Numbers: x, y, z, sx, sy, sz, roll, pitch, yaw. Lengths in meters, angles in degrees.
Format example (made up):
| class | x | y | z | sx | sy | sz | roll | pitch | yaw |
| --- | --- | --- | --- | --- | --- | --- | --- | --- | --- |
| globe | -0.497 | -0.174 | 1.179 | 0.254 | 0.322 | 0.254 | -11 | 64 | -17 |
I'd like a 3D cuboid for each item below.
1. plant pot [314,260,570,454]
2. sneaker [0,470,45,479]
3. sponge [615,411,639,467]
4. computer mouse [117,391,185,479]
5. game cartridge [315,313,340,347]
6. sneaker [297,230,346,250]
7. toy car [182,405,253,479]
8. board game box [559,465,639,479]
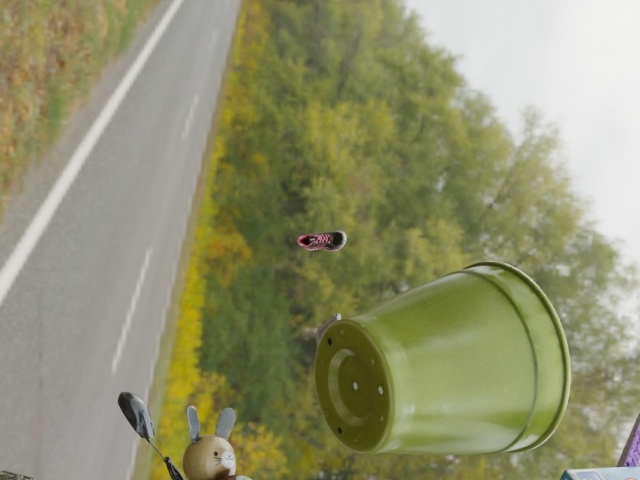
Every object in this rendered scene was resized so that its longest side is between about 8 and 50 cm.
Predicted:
| class | x | y | z | sx | sy | sz | roll | pitch | yaw |
| --- | --- | --- | --- | --- | --- | --- | --- | --- | --- |
| plant pot | 0.193 | 0.238 | 1.790 | 0.366 | 0.353 | 0.366 | 15 | -72 | 54 |
| sneaker | -0.581 | 0.550 | 1.913 | 0.410 | 0.158 | 0.182 | 125 | -19 | -75 |
| sponge | 0.653 | 0.424 | 2.051 | 0.210 | 0.031 | 0.117 | -50 | 159 | -40 |
| computer mouse | -0.328 | 0.402 | 1.989 | 0.242 | 0.041 | 0.071 | 55 | -4 | -2 |
| game cartridge | 0.018 | 0.200 | 2.128 | 0.083 | 0.017 | 0.056 | -44 | -144 | 41 |
| sneaker | 0.000 | 0.000 | 2.239 | 0.057 | 0.119 | 0.047 | 14 | 71 | -58 |
| toy car | -0.157 | 0.348 | 1.519 | 0.149 | 0.155 | 0.188 | -21 | -114 | 35 |
| board game box | 0.629 | 0.549 | 1.810 | 0.308 | 0.302 | 0.086 | 55 | -47 | 50 |
